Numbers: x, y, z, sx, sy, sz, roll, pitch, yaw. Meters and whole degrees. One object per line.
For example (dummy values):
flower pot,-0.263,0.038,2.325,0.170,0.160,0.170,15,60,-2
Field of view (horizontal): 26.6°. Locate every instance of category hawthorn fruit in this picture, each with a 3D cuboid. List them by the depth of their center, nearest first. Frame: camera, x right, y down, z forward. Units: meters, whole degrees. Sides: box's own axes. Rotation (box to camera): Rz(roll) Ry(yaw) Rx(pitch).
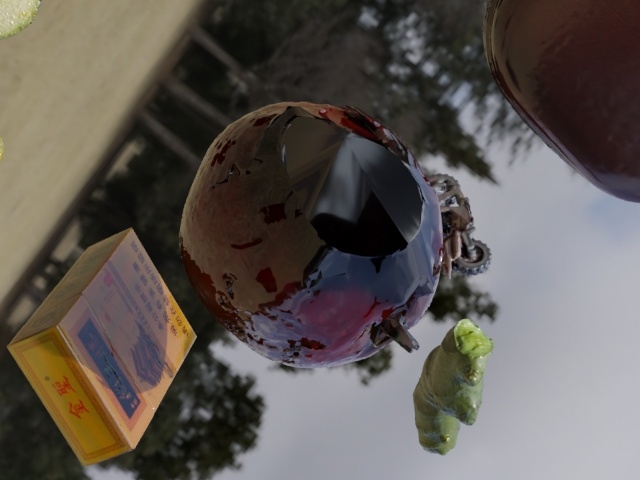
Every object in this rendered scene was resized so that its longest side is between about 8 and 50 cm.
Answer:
hawthorn fruit,-0.010,-0.014,1.442,0.316,0.316,0.316,-51,-170,12

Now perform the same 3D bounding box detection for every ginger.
ginger,0.200,0.234,2.093,0.089,0.137,0.290,-18,158,-25

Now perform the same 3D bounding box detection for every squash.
squash,-0.447,-0.329,1.763,0.132,0.132,0.247,-54,-156,-4

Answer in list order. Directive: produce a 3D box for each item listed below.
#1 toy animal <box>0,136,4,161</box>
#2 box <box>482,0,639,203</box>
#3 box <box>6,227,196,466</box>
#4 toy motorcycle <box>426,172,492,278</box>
toy animal,-0.331,-0.103,1.001,0.136,0.182,0.073,56,32,-73
box,0.321,-0.203,1.052,0.404,0.263,0.108,-40,-171,28
box,-0.252,0.121,1.618,0.076,0.174,0.274,-24,-163,20
toy motorcycle,0.190,-0.021,2.151,0.084,0.118,0.212,90,-16,-48
